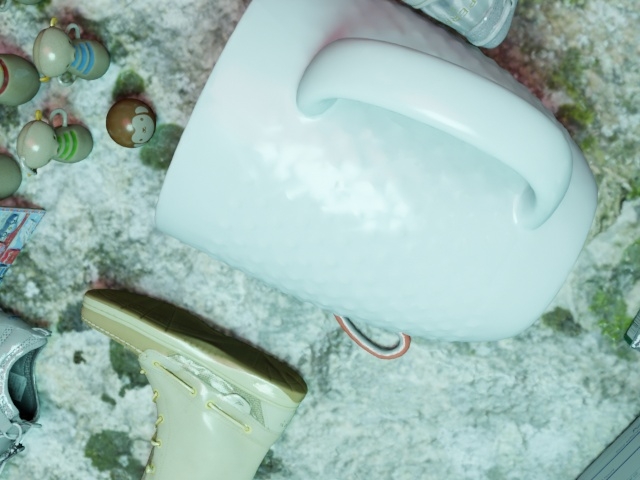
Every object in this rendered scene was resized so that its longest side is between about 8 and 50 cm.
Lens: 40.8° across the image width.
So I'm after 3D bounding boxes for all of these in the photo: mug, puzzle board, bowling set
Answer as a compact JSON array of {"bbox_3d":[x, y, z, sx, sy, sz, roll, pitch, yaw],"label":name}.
[{"bbox_3d":[0.068,-0.065,0.727,0.328,0.374,0.276,27,79,-3],"label":"mug"},{"bbox_3d":[-0.363,0.017,0.946,0.011,0.096,0.128,38,100,13],"label":"puzzle board"},{"bbox_3d":[-0.280,-0.156,0.884,0.200,0.154,0.287,9,98,9],"label":"bowling set"}]

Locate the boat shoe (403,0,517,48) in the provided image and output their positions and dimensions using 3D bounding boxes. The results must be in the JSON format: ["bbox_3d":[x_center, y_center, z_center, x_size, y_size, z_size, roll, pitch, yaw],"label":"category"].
[{"bbox_3d":[0.142,-0.298,0.760,0.103,0.320,0.118,35,138,-21],"label":"boat shoe"}]

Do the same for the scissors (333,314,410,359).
[{"bbox_3d":[0.000,0.000,0.920,0.297,0.021,0.109,43,102,2],"label":"scissors"}]

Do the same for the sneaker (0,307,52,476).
[{"bbox_3d":[-0.374,0.215,0.963,0.115,0.105,0.281,12,97,9],"label":"sneaker"}]

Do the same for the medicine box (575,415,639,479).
[{"bbox_3d":[0.290,0.312,0.765,0.149,0.289,0.263,42,101,6],"label":"medicine box"}]

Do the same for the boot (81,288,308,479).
[{"bbox_3d":[-0.170,0.184,0.934,0.262,0.095,0.203,26,101,2],"label":"boot"}]

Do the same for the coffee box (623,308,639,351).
[{"bbox_3d":[0.394,0.048,0.847,0.113,0.040,0.184,28,99,7],"label":"coffee box"}]
